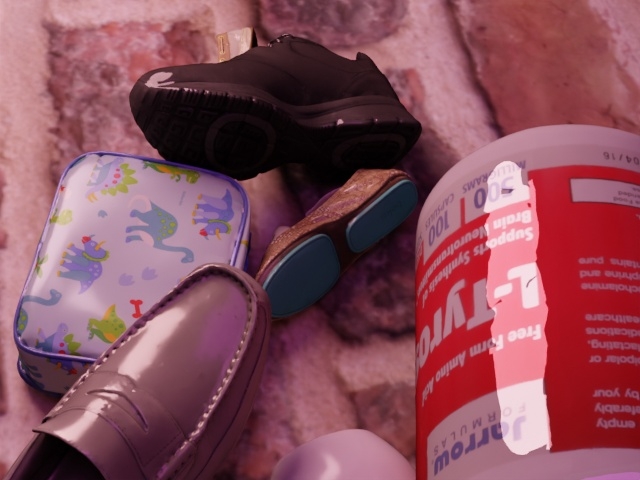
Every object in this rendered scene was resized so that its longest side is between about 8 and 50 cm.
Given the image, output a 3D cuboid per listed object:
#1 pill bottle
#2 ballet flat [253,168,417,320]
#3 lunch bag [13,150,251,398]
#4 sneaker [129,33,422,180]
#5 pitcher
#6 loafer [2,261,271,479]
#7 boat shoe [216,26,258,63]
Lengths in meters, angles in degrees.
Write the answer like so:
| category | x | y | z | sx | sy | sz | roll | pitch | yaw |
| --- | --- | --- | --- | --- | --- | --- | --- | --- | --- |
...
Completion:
| category | x | y | z | sx | sy | sz | roll | pitch | yaw |
| --- | --- | --- | --- | --- | --- | --- | --- | --- | --- |
| pill bottle | 0.177 | 0.135 | 0.812 | 0.229 | 0.229 | 0.407 | 7 | 48 | -3 |
| ballet flat | 0.000 | 0.000 | 1.084 | 0.206 | 0.073 | 0.067 | -35 | 38 | -31 |
| lunch bag | -0.149 | 0.036 | 1.011 | 0.176 | 0.090 | 0.219 | 9 | 54 | 0 |
| sneaker | -0.048 | -0.128 | 1.107 | 0.286 | 0.109 | 0.130 | 3 | 52 | -37 |
| pitcher | 0.033 | 0.232 | 0.841 | 0.126 | 0.177 | 0.207 | -22 | 60 | -2 |
| loafer | -0.136 | 0.145 | 0.807 | 0.112 | 0.111 | 0.319 | 25 | 71 | 17 |
| boat shoe | -0.089 | -0.151 | 1.186 | 0.045 | 0.050 | 0.135 | -1 | 53 | 8 |
